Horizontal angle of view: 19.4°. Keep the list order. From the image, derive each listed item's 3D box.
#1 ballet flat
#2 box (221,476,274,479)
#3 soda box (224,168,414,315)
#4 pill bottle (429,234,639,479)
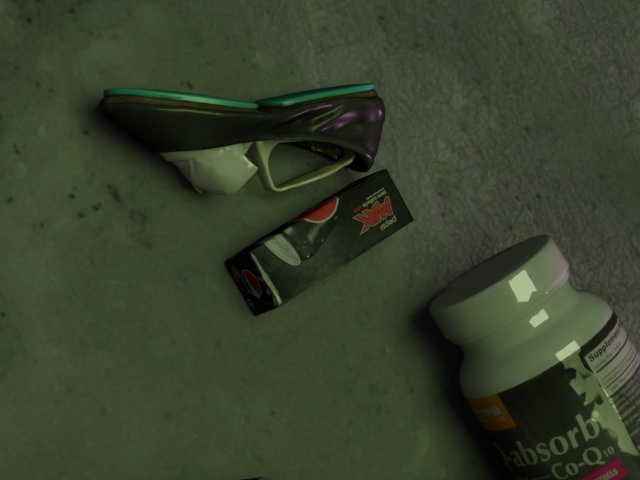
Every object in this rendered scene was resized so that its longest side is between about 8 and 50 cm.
[{"bbox_3d":[-0.060,-0.089,1.650,0.280,0.095,0.096,-4,94,-29],"label":"ballet flat"},{"bbox_3d":[-0.039,0.316,1.536,0.167,0.168,0.203,21,72,-24],"label":"box"},{"bbox_3d":[0.000,0.000,1.685,0.169,0.053,0.060,-33,97,-30],"label":"soda box"},{"bbox_3d":[0.225,0.146,1.719,0.162,0.162,0.278,-36,98,-29],"label":"pill bottle"}]
